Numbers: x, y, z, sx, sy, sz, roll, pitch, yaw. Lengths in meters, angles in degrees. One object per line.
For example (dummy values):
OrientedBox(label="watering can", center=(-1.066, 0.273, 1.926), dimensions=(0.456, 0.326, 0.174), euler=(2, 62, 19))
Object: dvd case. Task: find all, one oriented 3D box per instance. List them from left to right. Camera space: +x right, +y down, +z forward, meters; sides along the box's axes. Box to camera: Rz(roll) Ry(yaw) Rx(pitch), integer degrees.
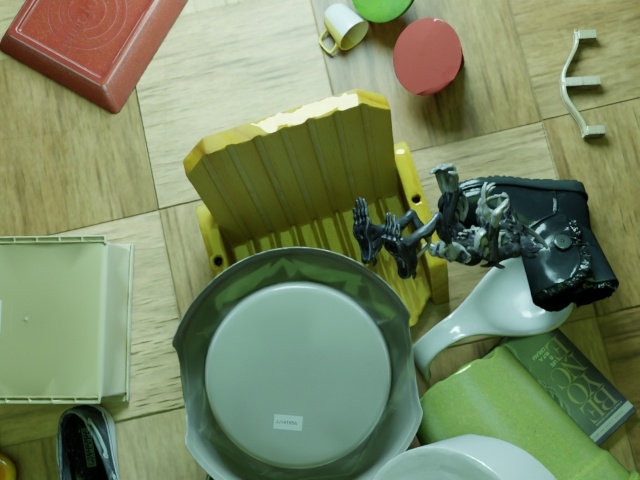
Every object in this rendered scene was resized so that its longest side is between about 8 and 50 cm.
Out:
OrientedBox(label="dvd case", center=(0.362, 0.241, 1.224), dimensions=(0.164, 0.018, 0.221), euler=(-42, 82, -3))

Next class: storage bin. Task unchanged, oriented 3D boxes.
OrientedBox(label="storage bin", center=(-0.448, 0.129, 1.242), dimensions=(0.260, 0.123, 0.262), euler=(-1, 82, 4))

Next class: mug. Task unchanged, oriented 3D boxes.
OrientedBox(label="mug", center=(0.032, -0.364, 1.314), dimensions=(0.078, 0.062, 0.064), euler=(-37, 73, -9))

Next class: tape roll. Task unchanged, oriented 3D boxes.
OrientedBox(label="tape roll", center=(0.183, 0.390, 0.952), dimensions=(0.286, 0.100, 0.286), euler=(-3, 86, 42))

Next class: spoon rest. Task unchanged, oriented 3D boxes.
OrientedBox(label="spoon rest", center=(0.266, 0.120, 1.207), dimensions=(0.276, 0.084, 0.137), euler=(-32, 60, 0))

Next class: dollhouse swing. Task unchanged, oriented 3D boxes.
OrientedBox(label="dollhouse swing", center=(0.000, 0.000, 1.140), dimensions=(0.347, 0.305, 0.315), euler=(-17, 81, 0))

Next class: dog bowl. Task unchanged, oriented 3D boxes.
OrientedBox(label="dog bowl", center=(-0.031, 0.183, 1.069), dimensions=(0.349, 0.102, 0.348), euler=(0, 90, 0))

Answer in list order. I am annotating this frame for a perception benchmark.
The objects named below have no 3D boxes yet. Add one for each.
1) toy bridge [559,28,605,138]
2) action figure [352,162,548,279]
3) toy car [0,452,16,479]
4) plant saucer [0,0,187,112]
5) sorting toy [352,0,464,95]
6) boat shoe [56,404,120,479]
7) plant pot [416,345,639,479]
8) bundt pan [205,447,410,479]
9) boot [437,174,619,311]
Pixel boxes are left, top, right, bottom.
OrientedBox(label="toy bridge", center=(0.433, -0.263, 1.288), dimensions=(0.063, 0.026, 0.188), euler=(-3, 81, 4))
OrientedBox(label="action figure", center=(0.192, -0.027, 1.047), dimensions=(0.276, 0.164, 0.141), euler=(-6, 105, -28))
OrientedBox(label="toy car", center=(-0.573, 0.399, 1.202), dimensions=(0.182, 0.136, 0.159), euler=(-31, 81, -1))
OrientedBox(label="plant saucer", center=(-0.402, -0.393, 1.352), dimensions=(0.259, 0.048, 0.258), euler=(29, 85, 7))
OrientedBox(label="sorting toy", center=(0.145, -0.403, 1.293), dimensions=(0.127, 0.126, 0.365), euler=(-36, 75, 33))
OrientedBox(label="boat shoe", center=(-0.352, 0.406, 1.204), dimensions=(0.108, 0.102, 0.301), euler=(-11, 81, 2))
OrientedBox(label="plant pot", center=(0.262, 0.302, 1.110), dimensions=(0.276, 0.276, 0.254), euler=(-32, 72, -1))
OrientedBox(label="bundt pan", center=(-0.007, 0.397, 1.173), dimensions=(0.331, 0.124, 0.331), euler=(0, 81, 3))
OrientedBox(label="boot", center=(0.315, 0.005, 1.186), dimensions=(0.246, 0.094, 0.207), euler=(-1, 53, -2))
